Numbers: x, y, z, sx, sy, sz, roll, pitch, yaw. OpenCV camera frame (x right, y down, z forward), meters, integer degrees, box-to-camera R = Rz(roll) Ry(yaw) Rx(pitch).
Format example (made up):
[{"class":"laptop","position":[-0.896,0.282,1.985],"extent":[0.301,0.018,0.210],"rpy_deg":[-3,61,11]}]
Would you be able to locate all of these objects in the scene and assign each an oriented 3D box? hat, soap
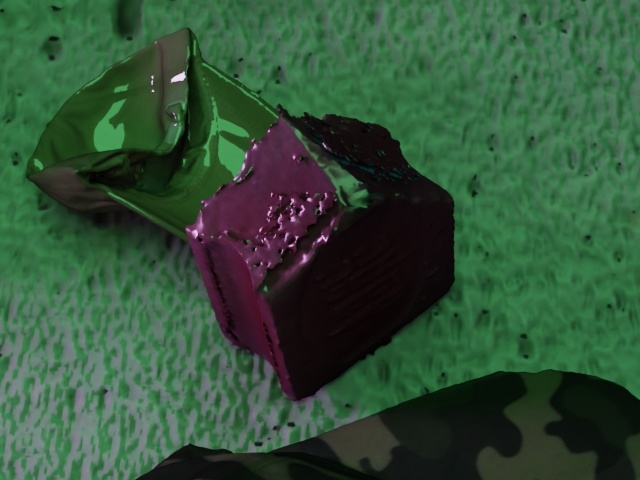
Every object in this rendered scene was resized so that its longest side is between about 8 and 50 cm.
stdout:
[{"class":"hat","position":[-0.109,-0.043,1.393],"extent":[0.173,0.144,0.166],"rpy_deg":[53,52,-21]},{"class":"hat","position":[0.056,0.226,1.196],"extent":[0.382,0.257,0.366],"rpy_deg":[-34,70,10]},{"class":"soap","position":[0.000,0.000,1.260],"extent":[0.162,0.250,0.099],"rpy_deg":[-36,68,-9]}]
